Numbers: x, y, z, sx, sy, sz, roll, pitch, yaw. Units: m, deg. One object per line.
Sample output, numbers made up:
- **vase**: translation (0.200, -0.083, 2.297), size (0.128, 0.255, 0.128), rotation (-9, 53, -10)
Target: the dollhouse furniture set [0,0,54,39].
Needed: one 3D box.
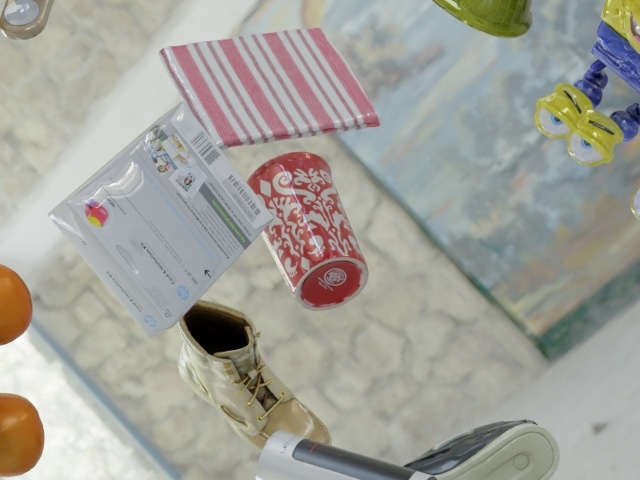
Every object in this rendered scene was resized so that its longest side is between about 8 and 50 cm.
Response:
- **dollhouse furniture set**: translation (-0.396, -0.349, 1.235), size (0.355, 0.303, 0.173), rotation (87, -170, -56)

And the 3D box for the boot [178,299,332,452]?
- **boot**: translation (-0.093, 0.197, 1.954), size (0.095, 0.262, 0.203), rotation (-45, -17, -23)

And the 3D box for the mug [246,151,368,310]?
- **mug**: translation (0.002, -0.007, 1.660), size (0.150, 0.169, 0.113), rotation (5, -49, -30)

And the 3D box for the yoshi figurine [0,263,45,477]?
- **yoshi figurine**: translation (-0.236, 0.139, 0.840), size (0.203, 0.203, 0.362), rotation (-49, 6, 17)

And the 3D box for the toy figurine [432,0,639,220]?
- **toy figurine**: translation (0.250, -0.194, 1.027), size (0.191, 0.362, 0.217), rotation (-37, -15, -34)

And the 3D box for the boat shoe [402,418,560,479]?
- **boat shoe**: translation (0.114, 0.240, 1.350), size (0.233, 0.084, 0.079), rotation (-25, 15, -7)

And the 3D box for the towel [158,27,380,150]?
- **towel**: translation (-0.052, -0.152, 1.426), size (0.197, 0.144, 0.029), rotation (-11, -37, -26)

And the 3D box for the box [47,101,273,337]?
- **box**: translation (-0.140, -0.022, 1.283), size (0.038, 0.145, 0.186), rotation (-28, 15, 42)

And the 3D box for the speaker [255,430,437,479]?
- **speaker**: translation (0.019, 0.191, 1.093), size (0.055, 0.136, 0.055), rotation (-42, -42, -52)
